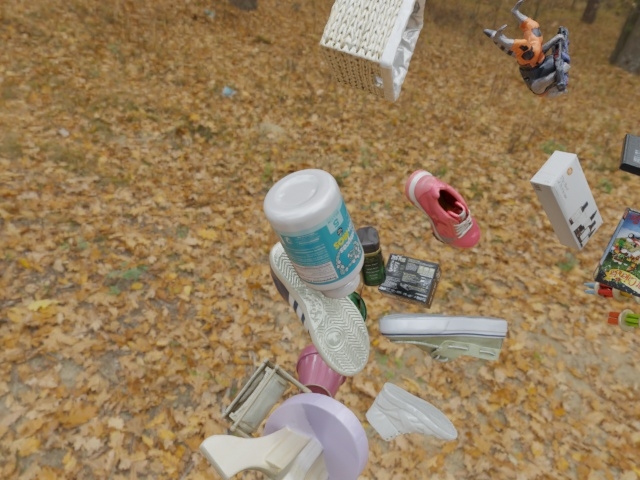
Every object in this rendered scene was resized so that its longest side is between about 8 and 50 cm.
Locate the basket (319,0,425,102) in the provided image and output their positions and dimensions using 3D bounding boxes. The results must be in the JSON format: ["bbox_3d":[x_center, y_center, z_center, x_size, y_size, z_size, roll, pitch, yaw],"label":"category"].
[{"bbox_3d":[0.187,-0.710,1.731,0.266,0.332,0.328,19,-1,12],"label":"basket"}]

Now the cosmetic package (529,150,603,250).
[{"bbox_3d":[0.579,-0.088,1.163,0.099,0.239,0.060,-50,34,-9],"label":"cosmetic package"}]

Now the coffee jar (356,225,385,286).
[{"bbox_3d":[0.153,0.049,1.539,0.078,0.185,0.096,-9,42,8],"label":"coffee jar"}]

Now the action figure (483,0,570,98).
[{"bbox_3d":[0.697,-0.606,1.615,0.178,0.330,0.341,-23,26,44],"label":"action figure"}]

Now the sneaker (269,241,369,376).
[{"bbox_3d":[-0.006,0.156,1.183,0.131,0.350,0.148,-28,-3,-16],"label":"sneaker"}]

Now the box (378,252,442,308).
[{"bbox_3d":[0.312,0.139,1.734,0.180,0.148,0.077,13,-16,28],"label":"box"}]

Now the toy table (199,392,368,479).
[{"bbox_3d":[-0.056,0.376,0.805,0.252,0.274,0.160,38,44,18],"label":"toy table"}]

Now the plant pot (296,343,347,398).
[{"bbox_3d":[-0.003,0.519,1.866,0.201,0.202,0.180,12,31,5],"label":"plant pot"}]

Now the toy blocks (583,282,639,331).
[{"bbox_3d":[0.692,0.150,1.166,0.054,0.123,0.148,-16,5,-19],"label":"toy blocks"}]

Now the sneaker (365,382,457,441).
[{"bbox_3d":[0.297,0.618,1.677,0.292,0.169,0.108,32,18,1],"label":"sneaker"}]

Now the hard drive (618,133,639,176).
[{"bbox_3d":[0.730,-0.188,1.121,0.094,0.022,0.135,23,49,16],"label":"hard drive"}]

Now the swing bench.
[{"bbox_3d":[-0.202,0.558,1.732,0.253,0.165,0.254,-52,15,-17],"label":"swing bench"}]

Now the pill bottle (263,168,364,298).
[{"bbox_3d":[0.000,0.000,0.988,0.146,0.264,0.146,-14,43,13],"label":"pill bottle"}]

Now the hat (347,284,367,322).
[{"bbox_3d":[0.125,0.246,1.965,0.172,0.183,0.209,-7,72,-16],"label":"hat"}]

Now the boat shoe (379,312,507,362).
[{"bbox_3d":[0.257,0.199,1.006,0.302,0.094,0.109,6,-5,-21],"label":"boat shoe"}]

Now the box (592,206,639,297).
[{"bbox_3d":[0.693,0.049,0.982,0.233,0.159,0.044,22,23,17],"label":"box"}]

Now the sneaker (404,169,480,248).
[{"bbox_3d":[0.359,-0.063,1.367,0.313,0.116,0.136,39,-2,-30],"label":"sneaker"}]
